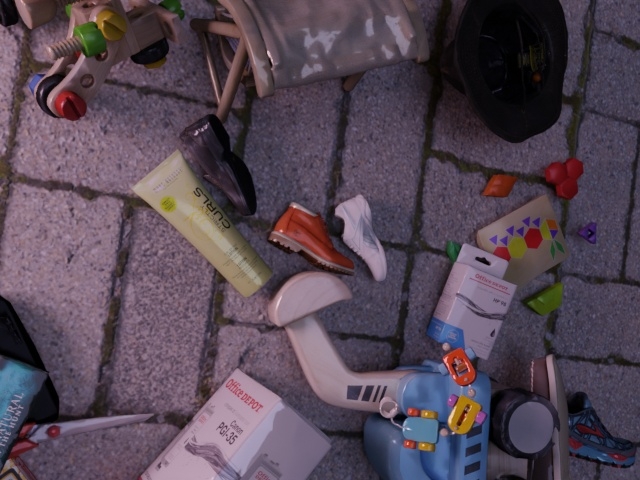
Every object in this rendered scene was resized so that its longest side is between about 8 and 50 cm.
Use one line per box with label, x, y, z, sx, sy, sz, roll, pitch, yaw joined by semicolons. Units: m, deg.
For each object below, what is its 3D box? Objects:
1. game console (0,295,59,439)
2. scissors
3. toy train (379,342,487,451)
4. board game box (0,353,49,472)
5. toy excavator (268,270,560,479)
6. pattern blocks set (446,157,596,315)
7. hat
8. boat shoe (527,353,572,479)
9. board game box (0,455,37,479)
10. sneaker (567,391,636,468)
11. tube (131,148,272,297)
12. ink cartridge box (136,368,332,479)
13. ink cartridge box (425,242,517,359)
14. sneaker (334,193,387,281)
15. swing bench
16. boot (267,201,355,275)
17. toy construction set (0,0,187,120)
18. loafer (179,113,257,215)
game console;-0.550;0.223;0.877;0.361;0.044;0.213;-26;101;-20
scissors;-0.384;0.254;0.915;0.297;0.021;0.109;-19;94;-21
toy train;0.177;0.237;0.998;0.166;0.046;0.125;-36;62;8
board game box;-0.451;0.234;0.865;0.126;0.026;0.186;27;75;-19
toy excavator;0.132;0.274;1.095;0.445;0.222;0.433;3;88;-14
pattern blocks set;0.386;0.006;1.274;0.324;0.026;0.285;-19;99;-18
hat;0.299;-0.320;1.179;0.331;0.134;0.331;-4;96;-42
boat shoe;0.386;0.364;1.183;0.116;0.096;0.324;17;69;-58
board game box;-0.438;0.404;0.926;0.146;0.045;0.193;-34;103;-19
sneaker;0.515;0.360;1.300;0.261;0.104;0.125;19;82;-22
tube;-0.172;-0.018;1.027;0.240;0.062;0.070;50;33;-11
ink cartridge box;-0.145;0.339;0.962;0.117;0.207;0.283;47;74;-19
ink cartridge box;0.273;0.106;1.194;0.104;0.060;0.180;22;91;-14
sneaker;0.068;0.002;1.135;0.061;0.053;0.152;-21;93;-12
swing bench;-0.025;-0.291;0.975;0.253;0.254;0.165;-17;98;-22
boot;0.000;0.000;1.101;0.158;0.059;0.085;30;75;-19
toy construction set;-0.277;-0.310;0.859;0.237;0.309;0.257;-30;110;-25
loafer;-0.153;-0.109;1.040;0.061;0.062;0.170;-20;109;18
